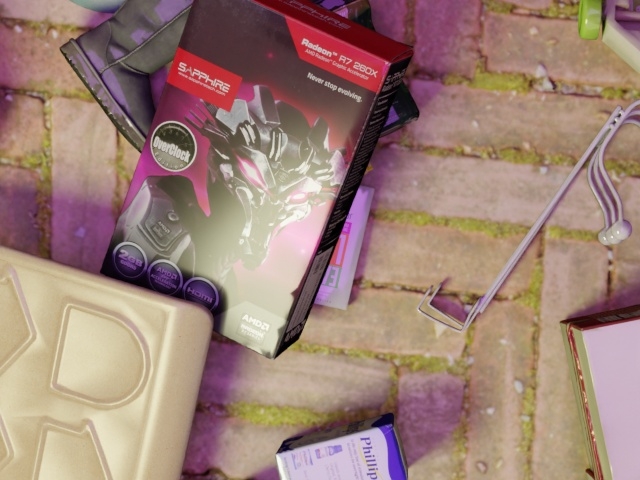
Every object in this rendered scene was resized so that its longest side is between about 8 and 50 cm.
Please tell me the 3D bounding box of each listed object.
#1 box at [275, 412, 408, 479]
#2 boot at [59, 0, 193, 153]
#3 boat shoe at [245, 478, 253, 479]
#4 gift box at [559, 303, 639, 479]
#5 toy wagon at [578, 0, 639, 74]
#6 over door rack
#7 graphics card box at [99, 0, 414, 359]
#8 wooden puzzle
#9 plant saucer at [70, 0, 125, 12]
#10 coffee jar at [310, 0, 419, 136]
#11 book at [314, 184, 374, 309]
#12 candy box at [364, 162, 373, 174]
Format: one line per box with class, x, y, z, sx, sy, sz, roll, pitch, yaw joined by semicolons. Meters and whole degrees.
box;0.026;0.249;1.880;0.137;0.126;0.072;-14;90;3
boot;-0.167;-0.216;1.906;0.208;0.076;0.189;-37;105;-9
boat shoe;-0.029;0.413;1.904;0.102;0.108;0.301;-33;83;5
gift box;0.417;0.190;1.797;0.276;0.255;0.258;-10;90;7
toy wagon;0.412;-0.252;1.804;0.267;0.068;0.344;3;66;3
over door rack;0.256;-0.007;1.805;0.324;0.239;0.108;-44;84;3
graphics card box;-0.075;-0.083;1.825;0.233;0.094;0.371;26;111;11
wooden puzzle;-0.310;0.172;1.885;0.348;0.080;0.322;15;106;8
plant saucer;-0.241;-0.360;1.915;0.195;0.037;0.195;0;92;3
coffee jar;0.034;-0.202;1.886;0.096;0.079;0.184;-24;91;10
book;0.000;0.000;1.921;0.096;0.035;0.144;12;90;0
candy box;-0.050;-0.084;1.885;0.206;0.027;0.105;-25;89;26
